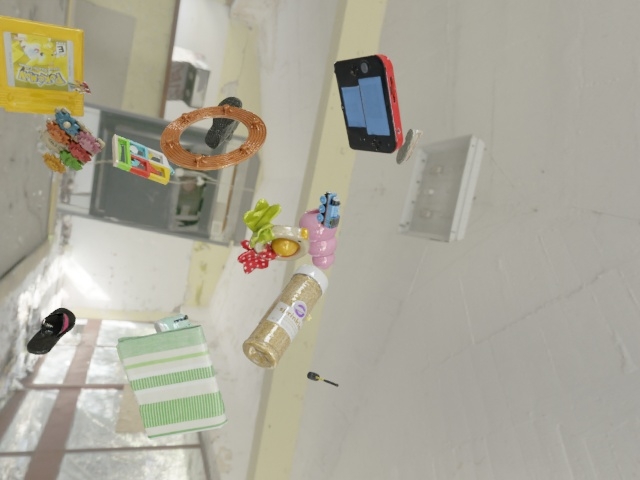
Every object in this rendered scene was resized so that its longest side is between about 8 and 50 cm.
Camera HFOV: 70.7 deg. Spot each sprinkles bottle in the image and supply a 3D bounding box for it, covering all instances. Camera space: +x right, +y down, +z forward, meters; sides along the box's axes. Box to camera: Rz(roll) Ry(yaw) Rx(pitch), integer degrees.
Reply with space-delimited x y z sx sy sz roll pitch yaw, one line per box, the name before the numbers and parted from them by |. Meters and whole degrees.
sprinkles bottle | -0.101 0.229 1.406 0.355 0.121 0.121 -54 178 -43

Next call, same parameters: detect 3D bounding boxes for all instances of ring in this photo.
ring | -0.339 -0.340 1.430 0.032 0.337 0.336 89 -9 -47

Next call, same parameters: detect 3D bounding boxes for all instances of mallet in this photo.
mallet | 0.008 0.665 2.155 0.190 0.062 0.039 -3 -117 54

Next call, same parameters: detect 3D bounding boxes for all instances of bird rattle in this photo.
bird rattle | -0.135 0.017 1.292 0.253 0.207 0.143 102 -8 -49

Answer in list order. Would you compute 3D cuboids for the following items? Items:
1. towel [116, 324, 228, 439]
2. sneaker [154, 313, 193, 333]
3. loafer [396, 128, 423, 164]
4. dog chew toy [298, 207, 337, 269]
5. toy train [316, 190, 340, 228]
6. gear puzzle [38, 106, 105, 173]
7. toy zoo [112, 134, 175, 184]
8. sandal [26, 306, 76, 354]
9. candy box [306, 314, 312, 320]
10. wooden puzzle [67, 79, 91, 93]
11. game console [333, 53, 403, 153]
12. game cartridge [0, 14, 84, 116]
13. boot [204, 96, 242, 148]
towel | -0.409 0.400 1.260 0.038 0.248 0.324 -89 168 -74
sneaker | -0.591 0.433 1.947 0.094 0.151 0.255 -41 -105 45
loafer | 0.258 -0.268 1.304 0.125 0.039 0.045 110 -33 -49
dog chew toy | 0.000 0.000 2.408 0.207 0.207 0.331 -143 -140 -65
toy train | 0.047 -0.150 2.215 0.105 0.080 0.184 27 -58 30
gear puzzle | -0.864 -0.308 1.507 0.339 0.175 0.044 -20 -147 41
toy zoo | -0.808 -0.364 2.082 0.030 0.293 0.192 -42 -131 27
sandal | -0.628 0.202 1.063 0.179 0.067 0.040 -112 -145 -67
candy box | -0.089 0.303 1.993 0.105 0.027 0.206 62 -14 2
wooden puzzle | -0.659 -0.418 1.233 0.083 0.050 0.006 158 -62 -73
game console | 0.190 -0.555 1.864 0.342 0.060 0.386 19 -52 52
game cartridge | -1.016 -0.619 1.635 0.053 0.286 0.323 43 -52 43
boot | -0.362 -0.481 1.786 0.246 0.083 0.161 -48 -175 33
